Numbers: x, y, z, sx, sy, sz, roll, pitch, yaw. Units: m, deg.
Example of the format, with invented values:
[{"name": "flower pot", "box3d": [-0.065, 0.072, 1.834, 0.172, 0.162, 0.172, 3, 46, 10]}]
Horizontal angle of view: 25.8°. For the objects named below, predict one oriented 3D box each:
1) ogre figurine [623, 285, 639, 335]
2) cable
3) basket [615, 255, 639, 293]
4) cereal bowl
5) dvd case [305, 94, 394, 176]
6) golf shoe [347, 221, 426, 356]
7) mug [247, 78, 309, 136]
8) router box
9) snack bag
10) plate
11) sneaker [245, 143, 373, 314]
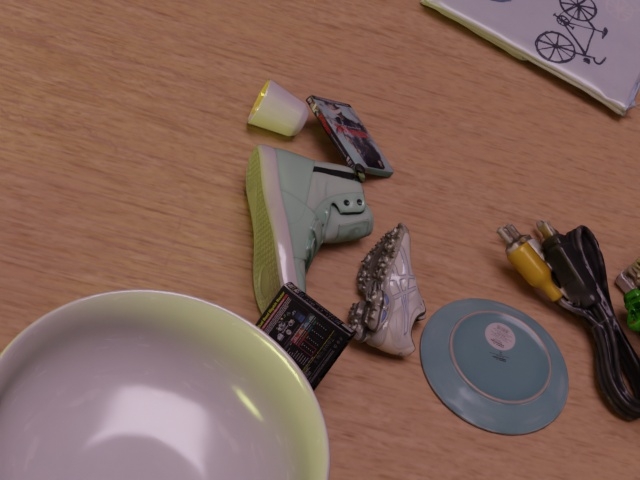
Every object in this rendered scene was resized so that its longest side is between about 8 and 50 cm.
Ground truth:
[{"name": "ogre figurine", "box3d": [0.424, 0.130, 1.659, 0.097, 0.197, 0.118, -45, 108, -11]}, {"name": "cable", "box3d": [0.328, 0.089, 1.724, 0.139, 0.072, 0.287, -11, 69, -47]}, {"name": "basket", "box3d": [0.479, 0.030, 1.775, 0.167, 0.103, 0.113, -29, 69, -36]}, {"name": "cereal bowl", "box3d": [-0.170, 0.219, 1.361, 0.339, 0.141, 0.339, 11, 51, -13]}, {"name": "dvd case", "box3d": [0.037, -0.132, 1.771, 0.087, 0.013, 0.119, 7, 44, -52]}, {"name": "golf shoe", "box3d": [0.088, 0.062, 1.645, 0.086, 0.069, 0.176, 33, 49, -20]}, {"name": "mug", "box3d": [-0.048, -0.168, 1.764, 0.064, 0.062, 0.078, 26, 55, -10]}, {"name": "router box", "box3d": [-0.034, 0.120, 1.508, 0.092, 0.122, 0.038, 38, 9, 9]}, {"name": "snack bag", "box3d": [0.355, -0.357, 2.075, 0.342, 0.037, 0.323, 30, 50, 4]}, {"name": "plate", "box3d": [0.208, 0.141, 1.641, 0.188, 0.024, 0.188, 10, 51, -12]}, {"name": "sneaker", "box3d": [0.000, -0.001, 1.628, 0.151, 0.094, 0.256, 7, 53, -19]}]
